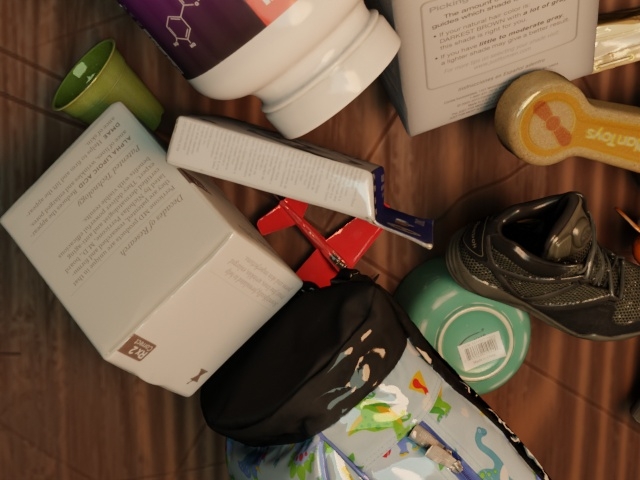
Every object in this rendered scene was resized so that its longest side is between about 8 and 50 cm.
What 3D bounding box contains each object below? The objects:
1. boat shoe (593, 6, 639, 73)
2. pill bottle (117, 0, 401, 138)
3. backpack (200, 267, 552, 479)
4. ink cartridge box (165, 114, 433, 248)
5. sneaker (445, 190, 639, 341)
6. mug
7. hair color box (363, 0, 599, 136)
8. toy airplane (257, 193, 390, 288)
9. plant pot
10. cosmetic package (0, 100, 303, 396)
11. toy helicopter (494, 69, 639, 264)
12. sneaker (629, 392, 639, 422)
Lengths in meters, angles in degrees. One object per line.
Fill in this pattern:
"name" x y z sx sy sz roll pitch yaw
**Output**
"boat shoe" 0.318 -0.192 1.220 0.170 0.063 0.059 -8 111 -1
"pill bottle" -0.085 -0.238 0.981 0.181 0.181 0.323 -42 105 2
"backpack" 0.072 0.226 1.142 0.355 0.290 0.273 35 69 -19
"ink cartridge box" -0.003 -0.057 1.089 0.223 0.223 0.045 18 96 2
"sneaker" 0.241 0.026 1.156 0.227 0.130 0.087 21 65 -16
"mug" 0.144 0.075 1.231 0.129 0.097 0.158 22 99 -13
"hair color box" 0.125 -0.263 1.032 0.185 0.114 0.374 -20 147 -4
"toy airplane" 0.000 0.000 1.228 0.151 0.028 0.151 -2 102 -10
"plant pot" -0.186 -0.127 1.149 0.079 0.083 0.083 40 94 -27
"cosmetic package" -0.145 0.011 1.102 0.151 0.151 0.184 -45 62 3
"toy helicopter" 0.314 -0.073 1.186 0.355 0.140 0.235 9 114 -23
"sneaker" 0.429 0.153 1.317 0.222 0.083 0.118 15 119 -19
